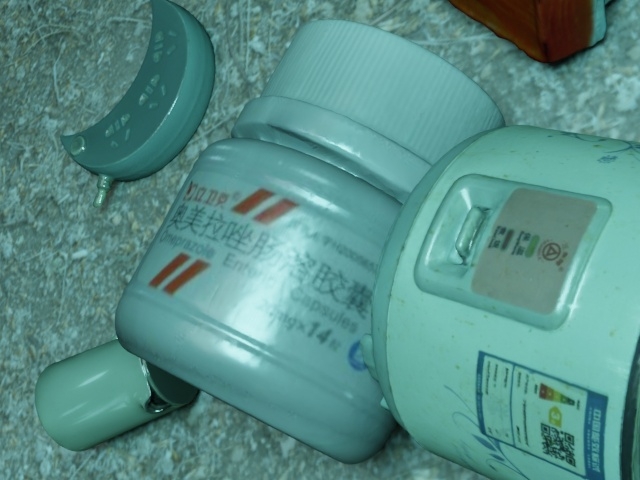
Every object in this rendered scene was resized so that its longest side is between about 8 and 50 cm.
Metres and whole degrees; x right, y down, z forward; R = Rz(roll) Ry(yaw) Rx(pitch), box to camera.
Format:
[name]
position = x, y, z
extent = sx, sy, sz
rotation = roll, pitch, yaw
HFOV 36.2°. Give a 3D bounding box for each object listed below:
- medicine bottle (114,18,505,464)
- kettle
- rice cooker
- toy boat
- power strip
[medicine bottle]
position = 0.000, 0.000, 0.808
extent = 0.245, 0.245, 0.306
rotation = 17, 75, 40
[kettle]
position = -0.201, 0.145, 1.017
extent = 0.148, 0.127, 0.098
rotation = -25, 91, 25
[rice cooker]
position = 0.196, 0.058, 0.626
extent = 0.316, 0.264, 0.317
rotation = -20, 50, 26
[toy boat]
position = 0.147, -0.303, 0.887
extent = 0.133, 0.145, 0.332
rotation = -36, 53, -8
[power strip]
position = -0.213, -0.157, 1.153
extent = 0.167, 0.054, 0.253
rotation = 37, 96, 41
